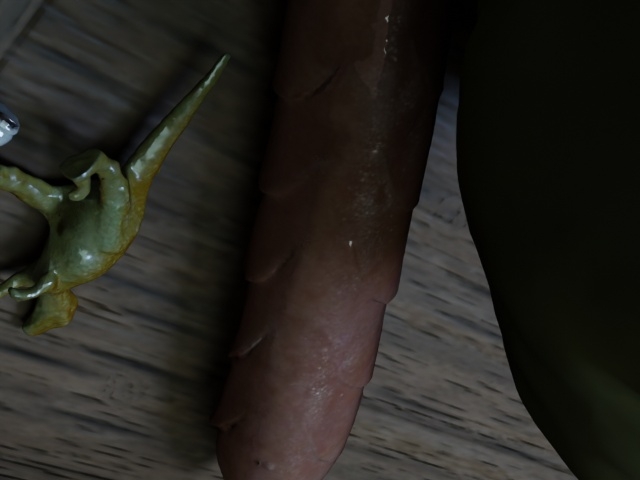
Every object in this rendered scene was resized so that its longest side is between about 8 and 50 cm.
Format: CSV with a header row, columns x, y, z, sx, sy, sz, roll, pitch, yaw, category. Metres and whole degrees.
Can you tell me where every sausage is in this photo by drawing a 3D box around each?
x,y,z,sx,sy,sz,roll,pitch,yaw,category
0.002,0.001,0.729,0.088,0.088,0.433,-7,135,-22,sausage

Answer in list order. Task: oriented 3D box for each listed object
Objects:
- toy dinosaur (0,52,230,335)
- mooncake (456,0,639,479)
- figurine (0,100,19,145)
x,y,z,sx,sy,sz,roll,pitch,yaw,category
-0.099,-0.015,0.697,0.162,0.039,0.126,-28,148,-4,toy dinosaur
0.287,-0.042,0.582,0.467,0.467,0.262,-27,147,-3,mooncake
-0.194,-0.024,0.622,0.129,0.054,0.072,-40,117,10,figurine
